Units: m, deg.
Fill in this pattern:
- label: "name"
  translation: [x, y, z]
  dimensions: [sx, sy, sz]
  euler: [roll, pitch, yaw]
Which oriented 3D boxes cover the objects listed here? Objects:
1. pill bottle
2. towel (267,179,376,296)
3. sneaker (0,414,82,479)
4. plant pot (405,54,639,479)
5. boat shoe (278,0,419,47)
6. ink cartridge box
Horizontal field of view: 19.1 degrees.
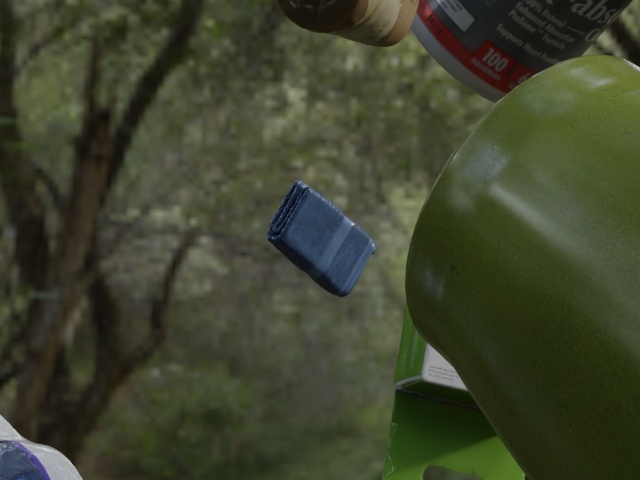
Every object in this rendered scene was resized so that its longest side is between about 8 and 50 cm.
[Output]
- label: "pill bottle"
  translation: [0.276, -0.341, 2.144]
  dimensions: [0.210, 0.210, 0.363]
  euler: [12, -51, -44]
- label: "towel"
  translation: [0.000, 0.000, 1.733]
  dimensions: [0.029, 0.067, 0.119]
  euler: [21, -14, 43]
- label: "sneaker"
  translation: [-0.348, 0.236, 1.604]
  dimensions: [0.236, 0.130, 0.323]
  euler: [-12, 23, -30]
- label: "plant pot"
  translation: [0.250, 0.061, 1.201]
  dimensions: [0.353, 0.366, 0.366]
  euler: [40, 15, 36]
- label: "boat shoe"
  translation: [0.032, -0.322, 1.484]
  dimensions: [0.121, 0.341, 0.110]
  euler: [2, -5, 37]
- label: "ink cartridge box"
  translation: [0.185, 0.187, 2.208]
  dimensions: [0.188, 0.255, 0.097]
  euler: [14, -17, -16]
